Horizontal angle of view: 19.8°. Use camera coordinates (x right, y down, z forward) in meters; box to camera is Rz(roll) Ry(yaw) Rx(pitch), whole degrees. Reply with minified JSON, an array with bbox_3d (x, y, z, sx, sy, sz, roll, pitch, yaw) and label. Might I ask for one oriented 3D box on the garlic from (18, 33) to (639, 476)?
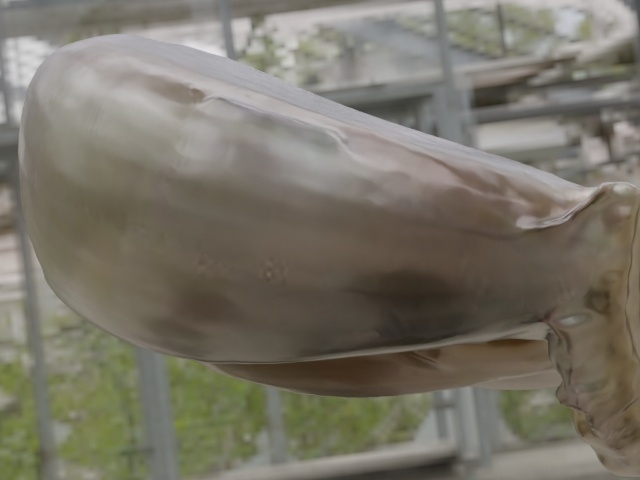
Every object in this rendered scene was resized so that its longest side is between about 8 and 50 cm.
[{"bbox_3d":[0.001,-0.001,0.758,0.325,0.132,0.279,14,-6,29],"label":"garlic"}]
